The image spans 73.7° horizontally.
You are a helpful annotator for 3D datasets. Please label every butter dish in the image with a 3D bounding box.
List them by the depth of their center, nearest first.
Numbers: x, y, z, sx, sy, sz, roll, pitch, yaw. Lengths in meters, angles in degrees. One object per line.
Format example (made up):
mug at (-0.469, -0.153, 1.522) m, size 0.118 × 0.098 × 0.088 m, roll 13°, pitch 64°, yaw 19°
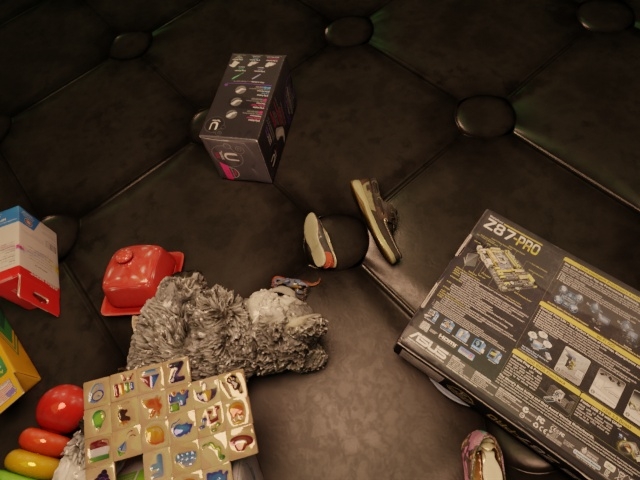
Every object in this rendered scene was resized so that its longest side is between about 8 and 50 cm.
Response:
butter dish at (-0.389, 0.064, 0.898) m, size 0.159 × 0.118 × 0.160 m, roll -4°, pitch 50°, yaw 5°

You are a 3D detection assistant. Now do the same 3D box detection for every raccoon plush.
raccoon plush at (-0.172, 0.256, 0.734) m, size 0.298 × 0.216 × 0.447 m, roll 18°, pitch 68°, yaw 11°

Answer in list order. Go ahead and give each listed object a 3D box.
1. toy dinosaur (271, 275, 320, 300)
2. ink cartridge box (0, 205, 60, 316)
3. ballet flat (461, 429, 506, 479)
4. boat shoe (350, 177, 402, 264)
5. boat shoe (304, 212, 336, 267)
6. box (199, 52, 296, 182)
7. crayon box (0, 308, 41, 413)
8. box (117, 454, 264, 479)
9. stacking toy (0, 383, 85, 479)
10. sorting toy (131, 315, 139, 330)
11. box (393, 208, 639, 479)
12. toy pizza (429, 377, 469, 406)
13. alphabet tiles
toy dinosaur at (-0.060, 0.095, 0.903) m, size 0.082 × 0.047 × 0.090 m, roll 31°, pitch 37°, yaw 31°
ink cartridge box at (-0.651, 0.058, 0.939) m, size 0.077 × 0.134 × 0.231 m, roll -21°, pitch 61°, yaw -4°
ballet flat at (0.260, 0.410, 0.654) m, size 0.076 × 0.079 × 0.222 m, roll -1°, pitch 62°, yaw 6°
boat shoe at (0.131, -0.054, 0.919) m, size 0.073 × 0.080 × 0.224 m, roll -23°, pitch 57°, yaw 1°
boat shoe at (0.000, 0.000, 0.931) m, size 0.043 × 0.049 × 0.137 m, roll 9°, pitch 50°, yaw -36°
box at (-0.166, -0.299, 1.042) m, size 0.143 × 0.165 × 0.271 m, roll 7°, pitch 63°, yaw 11°
crayon box at (-0.724, 0.270, 0.866) m, size 0.203 × 0.083 × 0.323 m, roll -43°, pitch 64°, yaw -14°
box at (-0.226, 0.425, 0.620) m, size 0.261 × 0.127 × 0.231 m, roll -16°, pitch 17°, yaw -1°
stacking toy at (-0.513, 0.419, 0.744) m, size 0.141 × 0.141 × 0.331 m, roll 8°, pitch 56°, yaw 12°
sorting toy at (-0.342, 0.193, 0.879) m, size 0.083 × 0.045 × 0.075 m, roll -4°, pitch 70°, yaw 5°
box at (0.373, 0.170, 0.725) m, size 0.394 × 0.097 × 0.318 m, roll 33°, pitch 73°, yaw 18°
toy pizza at (0.282, 0.202, 0.787) m, size 0.201 × 0.032 × 0.202 m, roll -2°, pitch 64°, yaw 3°
alphabet tiles at (-0.215, 0.273, 0.609) m, size 0.236 × 0.009 × 0.199 m, roll -13°, pitch 66°, yaw -5°
